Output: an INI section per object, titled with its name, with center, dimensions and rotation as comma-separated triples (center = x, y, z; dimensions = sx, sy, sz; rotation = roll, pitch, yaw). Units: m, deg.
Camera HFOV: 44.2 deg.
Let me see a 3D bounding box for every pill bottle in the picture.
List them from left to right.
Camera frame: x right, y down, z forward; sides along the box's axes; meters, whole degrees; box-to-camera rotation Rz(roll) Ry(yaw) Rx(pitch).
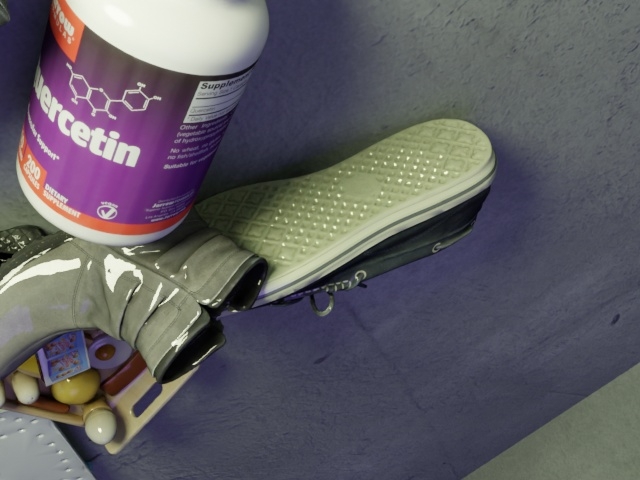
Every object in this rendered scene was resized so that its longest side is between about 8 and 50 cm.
[pill bottle]
center = -0.162, -0.155, 0.721
dimensions = 0.181, 0.181, 0.323
rotation = 2, 139, -31

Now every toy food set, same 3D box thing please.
[toy food set]
center = -0.355, 0.209, 1.149
dimensions = 0.220, 0.092, 0.306
rotation = -46, 139, 11

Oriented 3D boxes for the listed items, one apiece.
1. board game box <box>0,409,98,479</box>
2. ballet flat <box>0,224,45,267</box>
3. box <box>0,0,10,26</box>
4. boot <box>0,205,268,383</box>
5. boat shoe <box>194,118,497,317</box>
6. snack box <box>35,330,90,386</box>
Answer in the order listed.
[board game box]
center = -0.618, 0.394, 1.338
dimensions = 0.390, 0.050, 0.390
rotation = -16, 146, -9
[ballet flat]
center = -0.414, 0.025, 0.945
dimensions = 0.173, 0.049, 0.057
rotation = -18, 145, -6
[box]
center = -0.383, -0.193, 0.559
dimensions = 0.270, 0.165, 0.143
rotation = -25, 146, 4
[boot]
center = -0.239, 0.085, 0.882
dimensions = 0.338, 0.223, 0.118
rotation = -46, 159, -1
[boat shoe]
center = 0.000, 0.000, 1.029
dimensions = 0.500, 0.187, 0.156
rotation = -23, 141, -8
[snack box]
center = -0.345, 0.106, 1.023
dimensions = 0.064, 0.022, 0.178
rotation = -22, 128, -31
